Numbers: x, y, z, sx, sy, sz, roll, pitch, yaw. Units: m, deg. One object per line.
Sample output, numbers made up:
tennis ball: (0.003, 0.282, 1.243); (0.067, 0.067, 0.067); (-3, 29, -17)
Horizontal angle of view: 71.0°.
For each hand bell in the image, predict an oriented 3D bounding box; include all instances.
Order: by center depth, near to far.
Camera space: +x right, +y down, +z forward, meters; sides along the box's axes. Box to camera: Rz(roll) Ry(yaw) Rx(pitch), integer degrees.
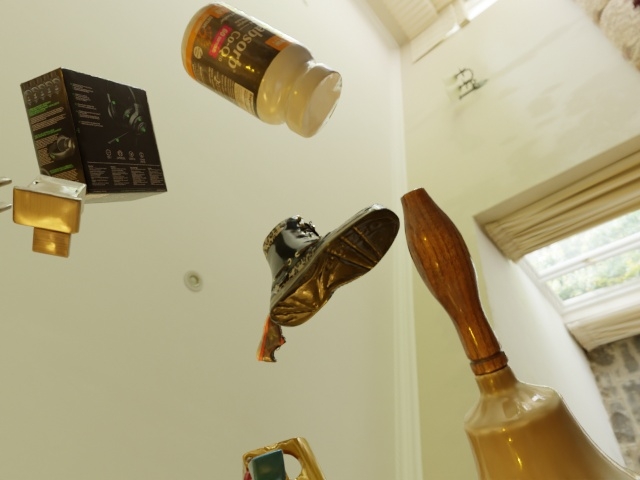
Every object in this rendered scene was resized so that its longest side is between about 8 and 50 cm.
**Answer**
hand bell: (0.111, 0.075, 0.308); (0.126, 0.126, 0.241); (-10, -106, -57)

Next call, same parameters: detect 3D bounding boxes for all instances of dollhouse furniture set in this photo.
dollhouse furniture set: (-0.324, 0.029, 0.426); (0.161, 0.181, 0.101); (11, -154, -16)

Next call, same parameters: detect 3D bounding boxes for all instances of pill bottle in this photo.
pill bottle: (-0.109, -0.316, 0.843); (0.279, 0.162, 0.162); (33, -151, 14)

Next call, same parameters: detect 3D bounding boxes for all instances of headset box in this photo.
headset box: (-0.508, -0.234, 1.028); (0.246, 0.131, 0.282); (-21, -79, -68)

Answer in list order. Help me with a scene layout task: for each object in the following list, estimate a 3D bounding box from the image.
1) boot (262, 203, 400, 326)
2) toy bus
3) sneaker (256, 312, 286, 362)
boot: (-0.002, 0.000, 0.690); (0.085, 0.236, 0.178); (36, -162, -32)
toy bus: (-0.015, 0.310, 0.466); (0.105, 0.191, 0.202); (-8, -105, -24)
sneaker: (-0.112, 0.235, 1.138); (0.061, 0.065, 0.157); (23, -98, -82)
